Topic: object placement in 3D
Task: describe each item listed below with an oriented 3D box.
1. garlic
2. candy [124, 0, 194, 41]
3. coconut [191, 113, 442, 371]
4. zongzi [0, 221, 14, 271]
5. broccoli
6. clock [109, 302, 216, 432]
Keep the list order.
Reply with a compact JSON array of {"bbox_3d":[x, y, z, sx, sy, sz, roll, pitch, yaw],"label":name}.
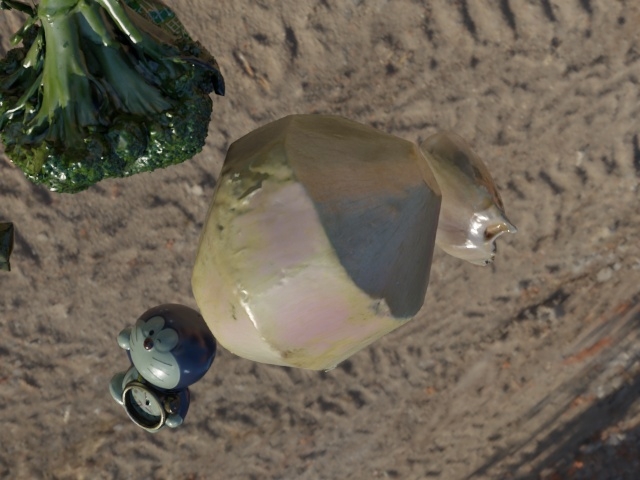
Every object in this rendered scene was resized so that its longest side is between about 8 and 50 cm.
[{"bbox_3d":[0.205,-0.055,1.207,0.110,0.228,0.217,-21,102,-2],"label":"garlic"},{"bbox_3d":[-0.337,-0.423,1.570,0.141,0.203,0.078,-31,165,-42],"label":"candy"},{"bbox_3d":[0.000,0.000,0.698,0.236,0.197,0.237,-18,158,-8],"label":"coconut"},{"bbox_3d":[-0.625,0.000,1.341,0.204,0.204,0.094,8,87,-24],"label":"zongzi"},{"bbox_3d":[-0.290,-0.213,1.015,0.304,0.321,0.284,-44,149,-28],"label":"broccoli"},{"bbox_3d":[-0.288,0.221,1.462,0.146,0.199,0.243,-28,155,-53],"label":"clock"}]
